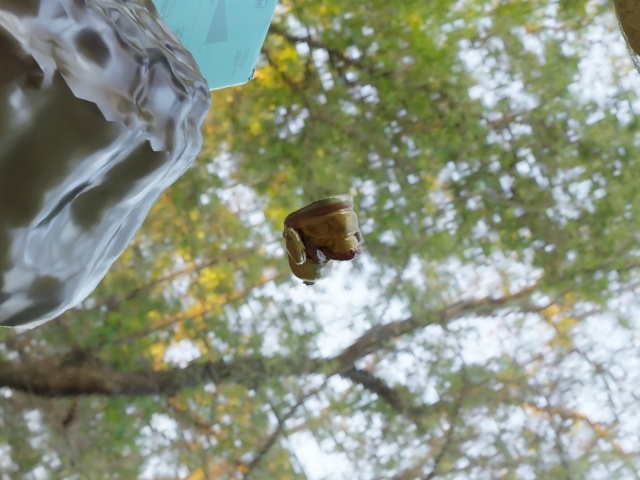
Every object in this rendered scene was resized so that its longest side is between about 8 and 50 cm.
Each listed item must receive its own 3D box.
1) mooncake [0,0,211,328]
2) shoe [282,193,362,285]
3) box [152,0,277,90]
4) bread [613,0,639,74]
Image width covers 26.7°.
[{"bbox_3d":[-0.212,-0.115,0.755,0.324,0.187,0.324,43,11,-11],"label":"mooncake"},{"bbox_3d":[-0.001,0.000,1.274,0.109,0.072,0.069,-28,-106,40],"label":"shoe"},{"bbox_3d":[-0.208,-0.286,1.714,0.118,0.311,0.205,49,-45,26],"label":"box"},{"bbox_3d":[0.371,-0.260,1.015,0.346,0.405,0.242,-13,-89,21],"label":"bread"}]
